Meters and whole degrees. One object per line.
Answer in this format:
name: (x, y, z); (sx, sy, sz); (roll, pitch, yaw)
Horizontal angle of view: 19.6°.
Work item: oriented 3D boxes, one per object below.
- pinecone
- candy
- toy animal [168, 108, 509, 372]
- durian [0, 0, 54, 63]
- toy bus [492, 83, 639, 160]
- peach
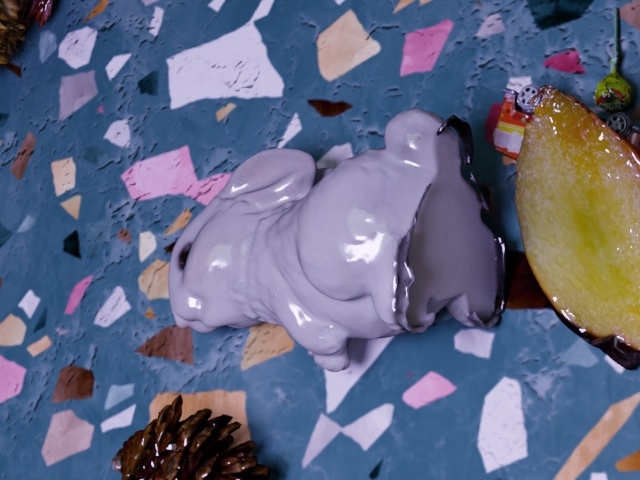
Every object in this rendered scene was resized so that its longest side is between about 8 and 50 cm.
pinecone: (-0.125, 0.243, 1.850); (0.174, 0.173, 0.173); (-12, 66, 27)
candy: (0.294, -0.181, 1.847); (0.035, 0.035, 0.123); (126, 156, -59)
toy animal: (0.000, 0.000, 1.863); (0.357, 0.194, 0.257); (5, 83, 40)
durian: (-0.465, -0.345, 2.198); (0.347, 0.348, 0.384); (-52, 23, 3)
toy bus: (0.253, -0.094, 1.808); (0.174, 0.079, 0.077); (22, 92, 34)
peach: (0.269, -0.019, 1.731); (0.189, 0.068, 0.279); (-12, 98, 45)
